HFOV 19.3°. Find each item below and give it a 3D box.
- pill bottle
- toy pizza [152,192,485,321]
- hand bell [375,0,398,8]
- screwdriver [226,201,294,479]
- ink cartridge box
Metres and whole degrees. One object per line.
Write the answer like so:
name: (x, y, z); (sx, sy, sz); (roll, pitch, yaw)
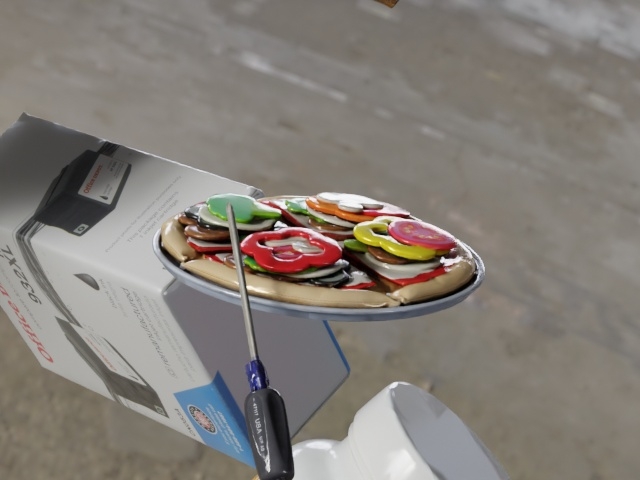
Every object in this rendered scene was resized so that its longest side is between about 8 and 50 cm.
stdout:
pill bottle: (-0.009, 0.228, 1.206); (0.162, 0.278, 0.162); (42, 15, -14)
toy pizza: (0.000, 0.000, 1.130); (0.201, 0.032, 0.201); (5, 18, -2)
hand bell: (-0.014, -0.325, 1.972); (0.242, 0.126, 0.126); (38, 19, -6)
screwdriver: (-0.039, 0.054, 1.013); (0.024, 0.025, 0.170); (7, 52, -31)
ink cartridge box: (-0.154, 0.039, 1.605); (0.307, 0.223, 0.129); (19, 57, 42)
